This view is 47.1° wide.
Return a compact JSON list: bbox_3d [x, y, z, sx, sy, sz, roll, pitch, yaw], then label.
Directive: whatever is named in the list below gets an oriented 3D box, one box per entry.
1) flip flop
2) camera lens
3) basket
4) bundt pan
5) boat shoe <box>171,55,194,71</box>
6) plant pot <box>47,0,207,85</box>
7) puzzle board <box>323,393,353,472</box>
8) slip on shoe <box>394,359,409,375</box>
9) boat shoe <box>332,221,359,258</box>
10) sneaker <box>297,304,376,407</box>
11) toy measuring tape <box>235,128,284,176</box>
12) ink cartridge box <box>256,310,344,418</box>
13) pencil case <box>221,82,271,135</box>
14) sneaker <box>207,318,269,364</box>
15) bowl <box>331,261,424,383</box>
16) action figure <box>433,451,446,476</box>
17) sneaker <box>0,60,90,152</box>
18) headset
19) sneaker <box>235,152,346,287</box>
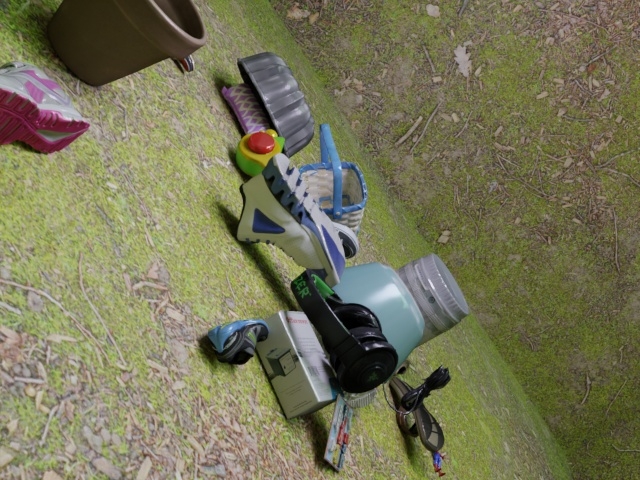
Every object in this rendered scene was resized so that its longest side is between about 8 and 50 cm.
[{"bbox_3d":[0.238,0.461,1.923,0.112,0.080,0.277,43,7,-31],"label":"flip flop"},{"bbox_3d":[0.252,0.188,2.084,0.219,0.274,0.219,51,18,-23],"label":"camera lens"},{"bbox_3d":[0.031,-0.157,2.111,0.255,0.201,0.289,-101,-170,-52],"label":"basket"},{"bbox_3d":[-0.118,-0.403,2.149,0.331,0.124,0.331,61,-6,11],"label":"bundt pan"},{"bbox_3d":[-0.374,-0.491,1.894,0.043,0.049,0.137,-36,99,-32],"label":"boat shoe"},{"bbox_3d":[-0.383,-0.419,1.389,0.263,0.229,0.263,52,18,-24],"label":"plant pot"},{"bbox_3d":[0.038,0.377,1.435,0.096,0.011,0.128,60,38,-53],"label":"puzzle board"},{"bbox_3d":[0.224,0.360,2.073,0.041,0.051,0.135,34,7,29],"label":"slip on shoe"},{"bbox_3d":[0.003,-0.002,1.995,0.306,0.113,0.105,38,32,-45],"label":"boat shoe"},{"bbox_3d":[0.042,0.244,1.703,0.293,0.102,0.146,65,10,9],"label":"sneaker"},{"bbox_3d":[-0.172,-0.177,1.853,0.121,0.121,0.330,48,36,-32],"label":"toy measuring tape"},{"bbox_3d":[-0.045,0.242,1.448,0.191,0.082,0.139,62,16,17],"label":"ink cartridge box"},{"bbox_3d":[-0.202,-0.345,2.073,0.088,0.086,0.206,-15,68,-35],"label":"pencil case"},{"bbox_3d":[-0.146,0.183,1.318,0.188,0.067,0.078,1,79,-73],"label":"sneaker"},{"bbox_3d":[0.142,0.178,1.807,0.311,0.163,0.311,59,-6,10],"label":"bowl"},{"bbox_3d":[0.319,0.586,2.004,0.038,0.030,0.115,44,19,-27],"label":"action figure"},{"bbox_3d":[-0.448,-0.203,1.061,0.111,0.103,0.252,57,9,9],"label":"sneaker"},{"bbox_3d":[0.099,0.204,1.516,0.394,0.185,0.243,51,5,-19],"label":"headset"},{"bbox_3d":[-0.085,-0.024,1.656,0.315,0.182,0.127,59,22,-13],"label":"sneaker"}]
